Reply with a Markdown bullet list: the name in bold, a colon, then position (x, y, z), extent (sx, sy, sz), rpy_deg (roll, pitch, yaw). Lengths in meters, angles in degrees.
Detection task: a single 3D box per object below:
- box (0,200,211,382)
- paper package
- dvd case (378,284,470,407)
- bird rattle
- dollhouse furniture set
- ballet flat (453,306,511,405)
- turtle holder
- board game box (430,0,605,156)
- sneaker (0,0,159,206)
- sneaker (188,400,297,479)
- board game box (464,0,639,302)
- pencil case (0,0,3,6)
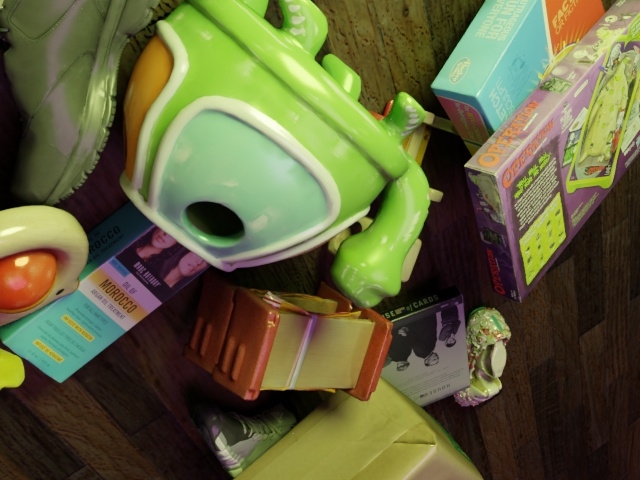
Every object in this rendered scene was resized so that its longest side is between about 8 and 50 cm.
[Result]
- **box**: position (-0.222, 0.040, 0.894), extent (0.244, 0.060, 0.100), rpy_deg (-38, 138, -3)
- **paper package**: position (0.057, 0.373, 1.209), extent (0.309, 0.168, 0.325), rpy_deg (-41, 145, 1)
- **dvd case**: position (0.142, 0.184, 1.275), extent (0.179, 0.030, 0.239), rpy_deg (-20, 135, -6)
- **bird rattle**: position (-0.311, 0.028, 0.735), extent (0.206, 0.143, 0.254), rpy_deg (-27, 152, -27)
- **dollhouse furniture set**: position (0.000, 0.000, 0.992), extent (0.201, 0.152, 0.374), rpy_deg (12, 99, -41)
- **ballet flat**: position (0.272, 0.216, 1.386), extent (0.091, 0.077, 0.241), rpy_deg (-22, 134, -19)
- **turtle holder**: position (-0.044, -0.086, 0.787), extent (0.227, 0.243, 0.320), rpy_deg (-49, 142, 4)
- **board game box**: position (0.275, -0.180, 1.021), extent (0.242, 0.064, 0.316), rpy_deg (-58, 139, -12)
- **sneaker**: position (-0.231, -0.164, 0.708), extent (0.130, 0.109, 0.286), rpy_deg (14, 109, -31)
- **sneaker**: position (-0.097, 0.256, 1.156), extent (0.132, 0.086, 0.229), rpy_deg (-35, 147, -15)
- **board game box**: position (0.305, -0.113, 0.999), extent (0.347, 0.056, 0.208), rpy_deg (-45, 139, -25)
- **pencil case**: position (-0.263, -0.258, 0.534), extent (0.159, 0.183, 0.410), rpy_deg (29, 110, -2)
